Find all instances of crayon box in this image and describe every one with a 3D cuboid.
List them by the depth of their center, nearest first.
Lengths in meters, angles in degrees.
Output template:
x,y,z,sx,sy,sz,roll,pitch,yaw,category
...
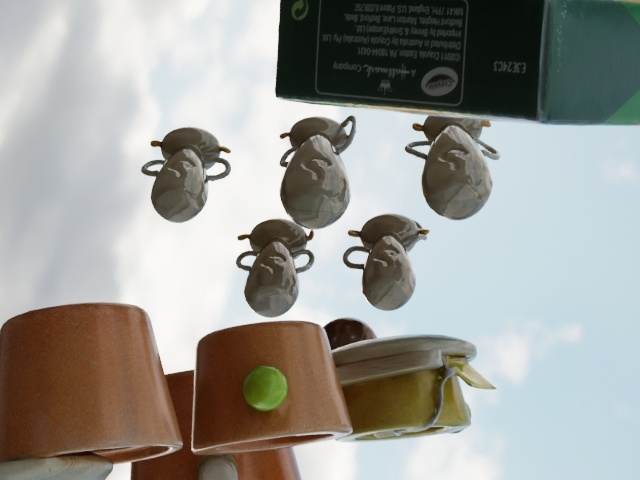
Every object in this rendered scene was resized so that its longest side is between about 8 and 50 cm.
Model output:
x,y,z,sx,sy,sz,roll,pitch,yaw,category
0.153,-0.121,1.147,0.203,0.323,0.083,9,-81,40,crayon box

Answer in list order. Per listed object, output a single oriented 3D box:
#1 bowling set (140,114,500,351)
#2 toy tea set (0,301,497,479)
x,y,z,sx,sy,sz,roll,pitch,yaw,category
0.000,0.000,1.427,0.154,0.287,0.199,-86,177,-62,bowling set
-0.062,0.111,0.801,0.200,0.336,0.124,-14,-103,31,toy tea set
